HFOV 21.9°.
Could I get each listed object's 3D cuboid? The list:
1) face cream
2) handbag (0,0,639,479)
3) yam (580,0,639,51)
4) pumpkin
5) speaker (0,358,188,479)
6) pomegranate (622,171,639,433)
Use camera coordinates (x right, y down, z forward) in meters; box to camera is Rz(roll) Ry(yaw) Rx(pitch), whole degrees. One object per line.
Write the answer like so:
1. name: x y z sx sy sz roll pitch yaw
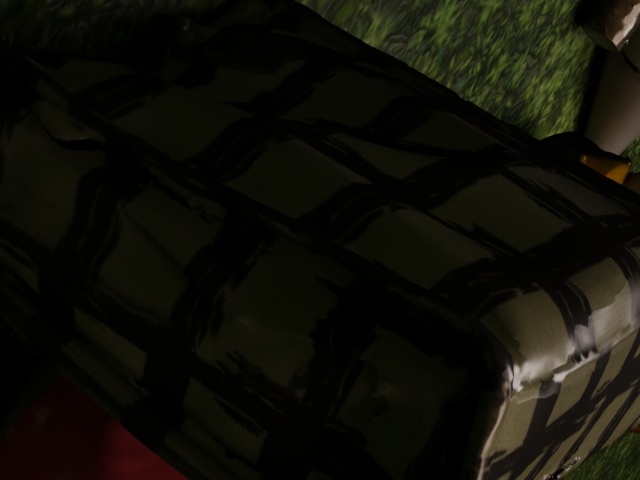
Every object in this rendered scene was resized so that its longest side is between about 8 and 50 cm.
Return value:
1. face cream: 0.320 -0.152 1.654 0.143 0.089 0.314 -50 167 -19
2. handbag: 0.000 0.000 0.796 0.325 0.327 0.163 -14 135 -61
3. yam: 0.320 -0.294 1.469 0.274 0.061 0.061 -57 160 5
4. pumpkin: 0.178 -0.035 1.517 0.130 0.149 0.254 -1 143 -13
5. speaker: -0.067 0.159 0.962 0.294 0.294 0.294 -46 158 -25
6. pomegranate: 0.382 0.080 1.843 0.319 0.319 0.319 -46 158 -25
